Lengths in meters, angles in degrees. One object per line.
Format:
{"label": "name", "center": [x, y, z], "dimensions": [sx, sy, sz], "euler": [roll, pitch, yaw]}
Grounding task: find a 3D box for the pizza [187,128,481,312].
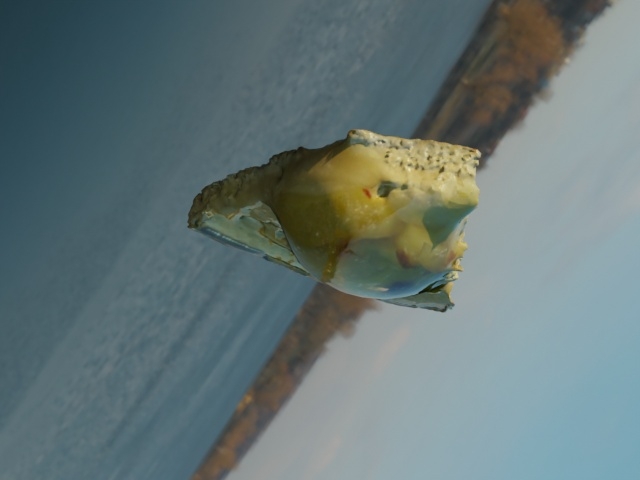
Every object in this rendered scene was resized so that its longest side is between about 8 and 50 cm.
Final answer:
{"label": "pizza", "center": [0.006, -0.002, 0.731], "dimensions": [0.188, 0.204, 0.081], "euler": [104, -3, -65]}
